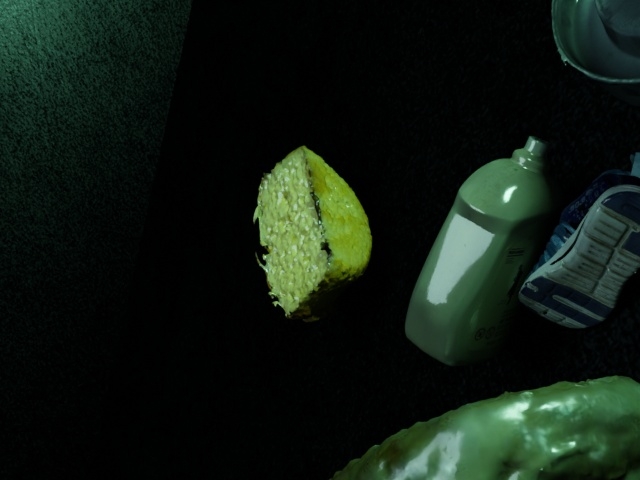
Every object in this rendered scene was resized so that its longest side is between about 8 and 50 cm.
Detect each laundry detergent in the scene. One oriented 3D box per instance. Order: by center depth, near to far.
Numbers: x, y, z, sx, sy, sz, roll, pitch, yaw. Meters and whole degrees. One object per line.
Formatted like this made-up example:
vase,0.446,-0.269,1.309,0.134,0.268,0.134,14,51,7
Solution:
laundry detergent,0.193,0.008,1.066,0.091,0.181,0.253,33,111,36

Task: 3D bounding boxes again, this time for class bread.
bread,-0.002,-0.002,1.499,0.160,0.147,0.260,-47,42,32

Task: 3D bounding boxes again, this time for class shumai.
shumai,0.179,0.324,0.807,0.397,0.324,0.323,-56,42,41

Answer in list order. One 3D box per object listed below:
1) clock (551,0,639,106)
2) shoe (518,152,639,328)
clock,0.353,-0.260,0.886,0.313,0.061,0.312,-34,39,33
shoe,0.279,0.007,1.003,0.207,0.092,0.106,-62,4,39
